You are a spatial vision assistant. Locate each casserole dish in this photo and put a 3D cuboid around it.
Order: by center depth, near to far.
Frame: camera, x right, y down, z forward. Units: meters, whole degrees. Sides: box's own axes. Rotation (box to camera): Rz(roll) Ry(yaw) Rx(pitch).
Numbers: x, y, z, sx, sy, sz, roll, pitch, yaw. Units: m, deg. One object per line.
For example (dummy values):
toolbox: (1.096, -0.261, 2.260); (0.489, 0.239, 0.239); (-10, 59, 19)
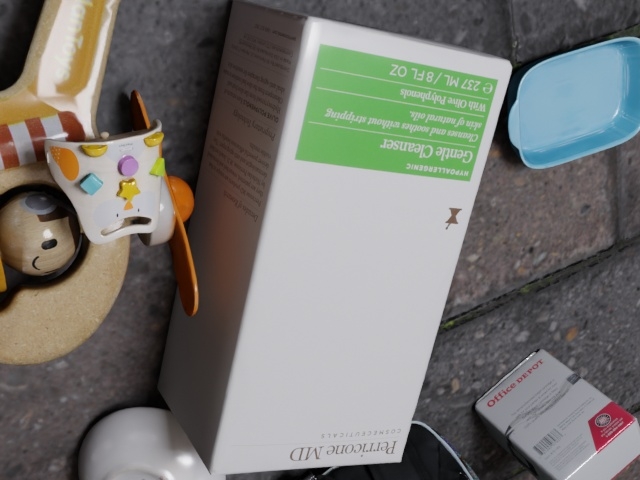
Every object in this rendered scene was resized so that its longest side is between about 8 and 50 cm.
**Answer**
casserole dish: (0.260, -0.143, 0.887); (0.188, 0.037, 0.114); (-19, 118, -19)

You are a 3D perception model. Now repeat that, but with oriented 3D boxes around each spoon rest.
spoon rest: (-0.162, 0.280, 0.816); (0.137, 0.084, 0.276); (7, 105, 2)

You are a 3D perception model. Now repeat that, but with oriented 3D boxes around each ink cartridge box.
ink cartridge box: (0.262, 0.207, 0.965); (0.109, 0.150, 0.063); (-38, 126, -9)

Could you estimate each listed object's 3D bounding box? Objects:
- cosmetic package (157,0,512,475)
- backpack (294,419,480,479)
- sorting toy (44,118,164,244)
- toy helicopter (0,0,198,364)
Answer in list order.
cosmetic package: (0.000, 0.000, 0.743); (0.197, 0.155, 0.366); (3, 107, -29)
backpack: (0.093, 0.346, 0.876); (0.225, 0.253, 0.191); (-30, 141, -15)
sorting toy: (-0.137, -0.037, 0.593); (0.083, 0.045, 0.075); (-17, 117, -34)
toy helicopter: (-0.181, -0.082, 0.636); (0.235, 0.140, 0.355); (15, 90, -25)
